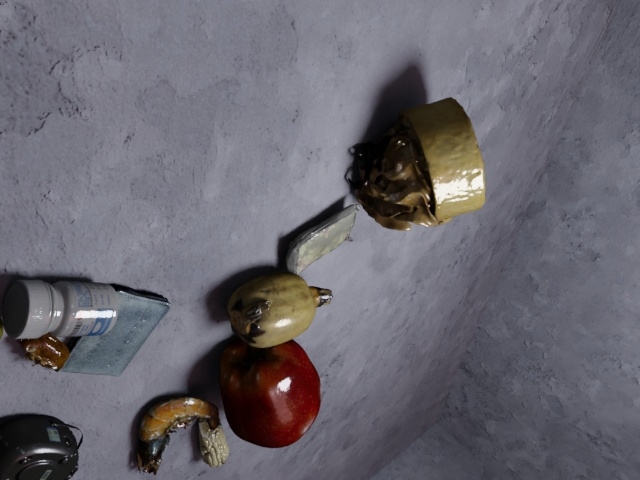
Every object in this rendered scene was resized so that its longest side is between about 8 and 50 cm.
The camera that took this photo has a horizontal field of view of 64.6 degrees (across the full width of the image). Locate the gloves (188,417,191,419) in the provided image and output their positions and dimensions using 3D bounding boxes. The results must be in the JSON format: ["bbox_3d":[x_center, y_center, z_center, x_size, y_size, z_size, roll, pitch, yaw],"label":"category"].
[{"bbox_3d":[-0.365,0.471,1.409,0.044,0.037,0.080,-12,138,-5],"label":"gloves"}]

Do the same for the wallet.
[{"bbox_3d":[-0.437,0.197,1.081,0.222,0.036,0.167,-54,146,3],"label":"wallet"}]

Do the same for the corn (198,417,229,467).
[{"bbox_3d":[-0.327,0.613,1.542,0.087,0.087,0.210,-29,140,-32],"label":"corn"}]

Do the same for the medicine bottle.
[{"bbox_3d":[-0.467,0.124,0.919,0.168,0.105,0.105,10,112,-53],"label":"medicine bottle"}]

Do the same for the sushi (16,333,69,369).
[{"bbox_3d":[-0.531,0.214,0.973,0.060,0.061,0.117,-36,123,-9],"label":"sushi"}]

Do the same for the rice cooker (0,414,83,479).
[{"bbox_3d":[-0.591,0.440,1.042,0.142,0.118,0.203,-53,143,0],"label":"rice cooker"}]

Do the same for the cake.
[{"bbox_3d":[0.236,-0.186,1.347,0.322,0.332,0.332,-18,142,3],"label":"cake"}]

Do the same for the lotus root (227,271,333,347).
[{"bbox_3d":[-0.097,0.170,1.325,0.310,0.183,0.182,-14,130,-41],"label":"lotus root"}]

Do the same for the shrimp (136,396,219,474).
[{"bbox_3d":[-0.390,0.531,1.381,0.223,0.054,0.290,6,119,-34],"label":"shrimp"}]

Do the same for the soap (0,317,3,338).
[{"bbox_3d":[-0.606,0.164,0.842,0.140,0.045,0.088,-17,136,-41],"label":"soap"}]

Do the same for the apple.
[{"bbox_3d":[-0.140,0.408,1.411,0.288,0.288,0.316,-35,129,-25],"label":"apple"}]

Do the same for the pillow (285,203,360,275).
[{"bbox_3d":[0.000,0.000,1.405,0.255,0.059,0.169,-33,147,-27],"label":"pillow"}]
